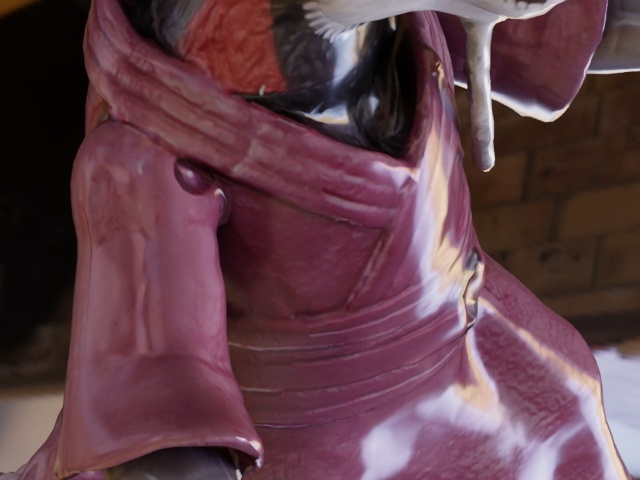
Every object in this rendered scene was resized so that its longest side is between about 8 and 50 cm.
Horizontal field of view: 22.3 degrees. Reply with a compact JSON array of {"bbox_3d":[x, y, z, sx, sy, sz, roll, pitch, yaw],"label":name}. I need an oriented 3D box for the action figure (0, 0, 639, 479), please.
[{"bbox_3d":[0.000,0.000,0.490,0.276,0.248,0.370,30,145,30],"label":"action figure"}]
